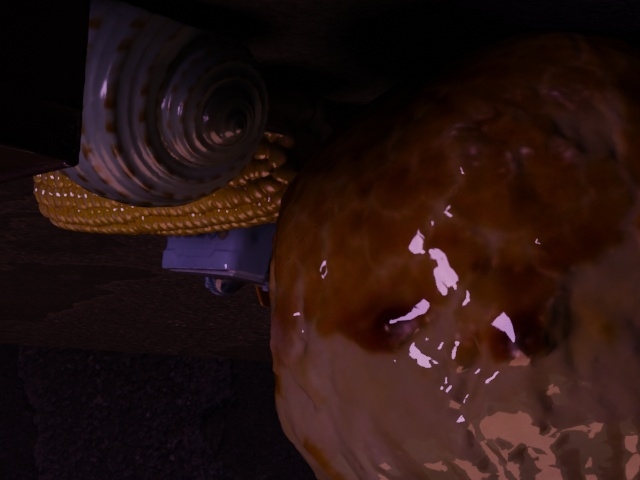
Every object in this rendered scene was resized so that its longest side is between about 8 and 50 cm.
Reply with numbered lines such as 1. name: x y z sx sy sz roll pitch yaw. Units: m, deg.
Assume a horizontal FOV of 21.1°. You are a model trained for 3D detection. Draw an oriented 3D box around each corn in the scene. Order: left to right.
1. corn: -0.114 -0.066 1.410 0.305 0.122 0.123 -2 -175 38

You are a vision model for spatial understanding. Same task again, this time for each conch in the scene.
1. conch: -0.136 -0.089 1.205 0.200 0.131 0.172 -6 167 40

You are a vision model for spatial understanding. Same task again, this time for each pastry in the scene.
1. pastry: 0.137 0.021 1.196 0.388 0.313 0.388 -20 -167 5

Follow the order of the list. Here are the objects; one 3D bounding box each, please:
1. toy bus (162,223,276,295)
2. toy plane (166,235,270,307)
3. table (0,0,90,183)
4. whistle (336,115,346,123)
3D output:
1. toy bus: 0.000 0.000 1.655 0.109 0.136 0.329 4 174 42
2. toy plane: -0.096 -0.020 1.718 0.204 0.103 0.316 -4 161 26
3. table: -0.249 -0.126 0.911 0.193 0.169 0.172 11 168 -40
4. whistle: 0.018 -0.016 1.497 0.093 0.180 0.269 14 145 23
